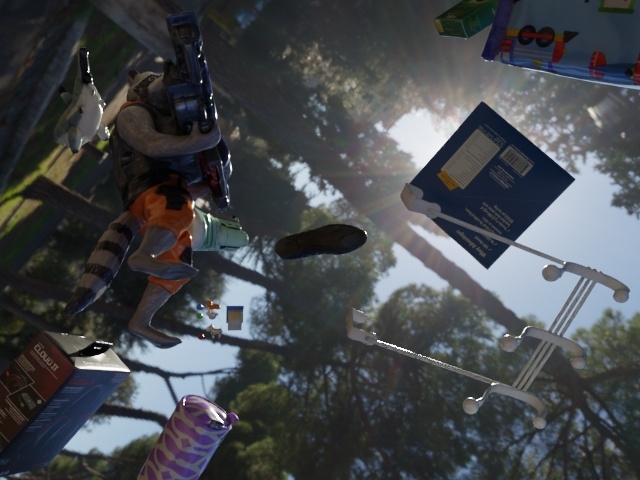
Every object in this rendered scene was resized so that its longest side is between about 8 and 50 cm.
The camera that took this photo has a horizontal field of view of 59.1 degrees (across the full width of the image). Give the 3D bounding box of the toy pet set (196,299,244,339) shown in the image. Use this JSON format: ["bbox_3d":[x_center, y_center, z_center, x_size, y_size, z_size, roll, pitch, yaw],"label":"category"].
[{"bbox_3d":[-0.246,0.179,1.390,0.065,0.114,0.122,-102,-164,-49],"label":"toy pet set"}]

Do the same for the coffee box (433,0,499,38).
[{"bbox_3d":[0.318,-0.445,1.064,0.184,0.040,0.113,-33,-151,-4],"label":"coffee box"}]

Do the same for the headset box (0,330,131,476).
[{"bbox_3d":[-0.528,0.305,1.100,0.293,0.110,0.218,-49,164,-6],"label":"headset box"}]

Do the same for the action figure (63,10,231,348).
[{"bbox_3d":[-0.196,-0.085,0.649,0.341,0.178,0.331,96,-12,-58],"label":"action figure"}]

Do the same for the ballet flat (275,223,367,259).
[{"bbox_3d":[0.000,0.000,1.033,0.173,0.058,0.049,-8,-172,10],"label":"ballet flat"}]

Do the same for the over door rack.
[{"bbox_3d":[0.213,0.102,0.774,0.108,0.324,0.240,-54,168,-68],"label":"over door rack"}]

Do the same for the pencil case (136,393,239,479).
[{"bbox_3d":[-0.198,0.315,0.788,0.206,0.088,0.086,-59,-146,5],"label":"pencil case"}]

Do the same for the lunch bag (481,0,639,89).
[{"bbox_3d":[0.304,-0.186,0.436,0.220,0.293,0.138,26,-62,37],"label":"lunch bag"}]

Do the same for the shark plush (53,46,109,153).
[{"bbox_3d":[-0.356,-0.196,0.812,0.073,0.067,0.161,-51,168,-42],"label":"shark plush"}]

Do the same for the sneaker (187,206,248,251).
[{"bbox_3d":[-0.224,-0.021,1.216,0.256,0.150,0.094,-173,-91,-75],"label":"sneaker"}]

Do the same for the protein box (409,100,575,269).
[{"bbox_3d":[0.288,-0.095,0.991,0.201,0.200,0.136,-49,172,14],"label":"protein box"}]
